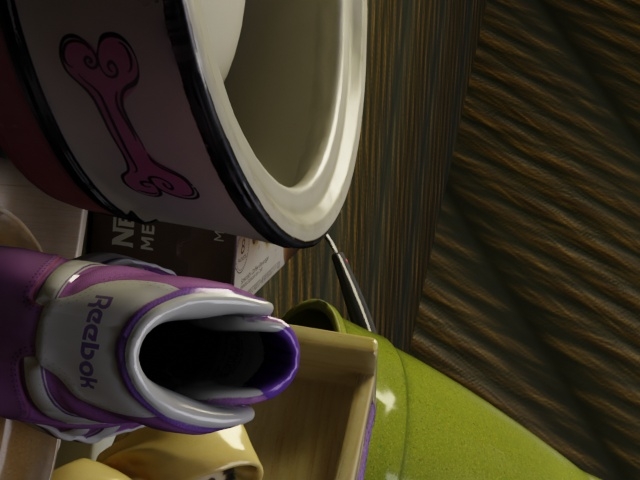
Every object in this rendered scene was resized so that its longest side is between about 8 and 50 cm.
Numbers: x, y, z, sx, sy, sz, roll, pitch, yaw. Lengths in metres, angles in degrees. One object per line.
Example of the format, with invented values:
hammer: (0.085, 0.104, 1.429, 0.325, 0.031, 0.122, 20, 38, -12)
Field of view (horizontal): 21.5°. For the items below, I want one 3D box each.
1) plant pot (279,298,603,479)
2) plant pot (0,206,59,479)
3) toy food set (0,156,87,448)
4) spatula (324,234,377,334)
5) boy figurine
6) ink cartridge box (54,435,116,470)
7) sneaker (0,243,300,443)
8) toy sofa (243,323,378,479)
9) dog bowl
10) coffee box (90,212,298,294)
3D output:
plant pot: (0.089, 0.288, 1.576, 0.366, 0.353, 0.366, -56, -160, 33)
plant pot: (-0.193, 0.096, 0.814, 0.236, 0.032, 0.236, 8, 90, -72)
toy food set: (-0.204, 0.054, 0.919, 0.306, 0.092, 0.219, 18, 81, -79)
spatula: (0.000, 0.000, 1.759, 0.296, 0.030, 0.084, 62, -2, 21)
boy figurine: (-0.152, 0.203, 1.017, 0.285, 0.092, 0.177, -41, 153, -25)
ink cartridge box: (-0.177, 0.175, 1.164, 0.153, 0.087, 0.208, -36, 133, -76)
sneaker: (-0.076, 0.062, 0.846, 0.282, 0.161, 0.102, 10, 87, -72)
toy sofa: (-0.056, 0.247, 1.245, 0.177, 0.150, 0.362, 89, 11, -51)
dog bowl: (-0.091, -0.193, 0.992, 0.408, 0.150, 0.407, -4, 90, -74)
coffee box: (-0.083, -0.058, 1.391, 0.297, 0.119, 0.168, -43, 141, -73)
